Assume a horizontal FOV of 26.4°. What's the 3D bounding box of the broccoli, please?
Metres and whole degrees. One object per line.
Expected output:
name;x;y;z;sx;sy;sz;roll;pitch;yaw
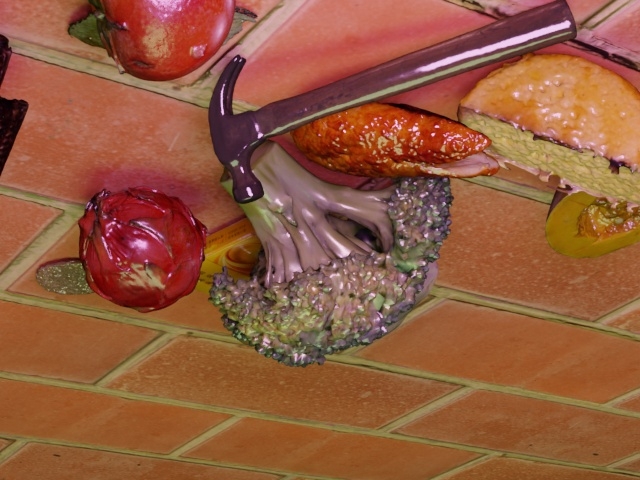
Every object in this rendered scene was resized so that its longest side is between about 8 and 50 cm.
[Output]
broccoli;0.011;0.020;1.811;0.375;0.249;0.302;-32;138;18

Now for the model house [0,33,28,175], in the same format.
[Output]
model house;-0.466;-0.156;1.519;0.283;0.297;0.317;6;116;-39

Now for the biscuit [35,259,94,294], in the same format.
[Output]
biscuit;-0.386;0.059;2.133;0.120;0.015;0.120;-2;153;-1

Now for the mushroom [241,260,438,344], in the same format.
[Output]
mushroom;0.016;0.087;2.085;0.329;0.122;0.159;-3;126;-35

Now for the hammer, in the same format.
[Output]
hammer;0.080;-0.184;1.583;0.440;0.168;0.044;-17;180;9

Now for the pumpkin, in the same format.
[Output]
pumpkin;0.398;-0.076;1.873;0.218;0.110;0.217;-9;144;-6

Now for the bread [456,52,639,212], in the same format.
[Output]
bread;0.304;-0.145;1.645;0.261;0.147;0.160;23;167;24

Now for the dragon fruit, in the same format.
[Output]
dragon fruit;-0.248;0.013;1.887;0.172;0.172;0.209;-22;152;34

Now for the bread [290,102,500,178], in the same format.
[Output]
bread;0.083;-0.117;1.672;0.269;0.095;0.139;17;172;23

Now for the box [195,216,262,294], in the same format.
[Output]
box;-0.097;0.019;2.054;0.269;0.043;0.152;-24;149;35

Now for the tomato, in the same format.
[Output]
tomato;-0.162;-0.253;1.382;0.167;0.167;0.167;-3;154;-1

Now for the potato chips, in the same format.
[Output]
potato chips;-0.177;-0.237;1.547;0.209;0.026;0.142;-13;150;14
